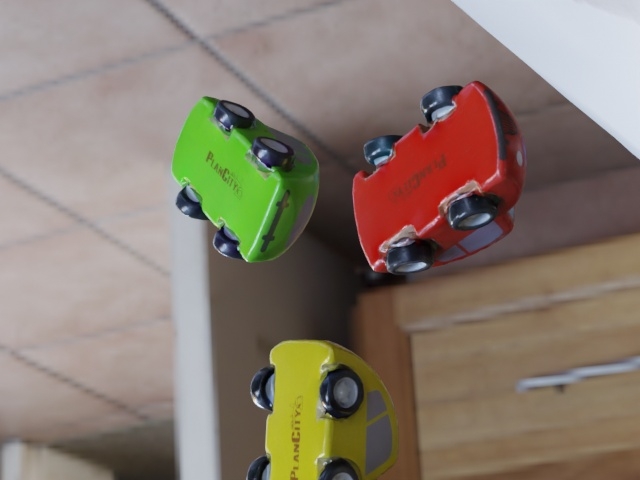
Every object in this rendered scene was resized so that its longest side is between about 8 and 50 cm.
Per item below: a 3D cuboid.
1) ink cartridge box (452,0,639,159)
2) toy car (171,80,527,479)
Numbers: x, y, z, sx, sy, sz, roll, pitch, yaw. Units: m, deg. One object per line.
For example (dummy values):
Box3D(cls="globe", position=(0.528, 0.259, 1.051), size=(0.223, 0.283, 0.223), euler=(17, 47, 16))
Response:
Box3D(cls="ink cartridge box", position=(0.069, -0.157, 0.279), size=(0.160, 0.385, 0.279), euler=(-39, 154, -13))
Box3D(cls="toy car", position=(0.000, 0.000, 0.845), size=(0.053, 0.225, 0.239), euler=(8, 116, -37))
